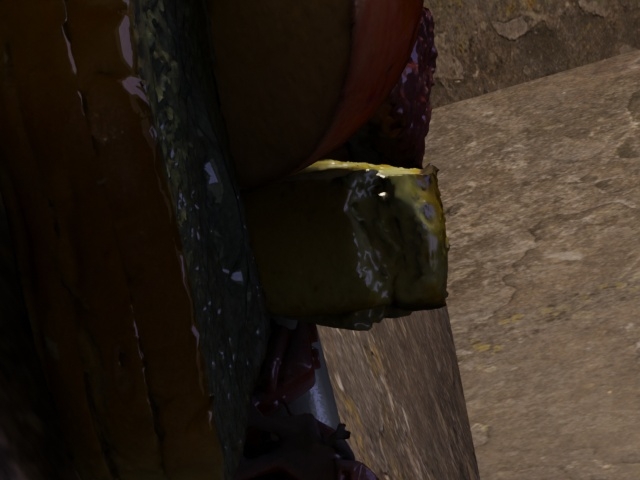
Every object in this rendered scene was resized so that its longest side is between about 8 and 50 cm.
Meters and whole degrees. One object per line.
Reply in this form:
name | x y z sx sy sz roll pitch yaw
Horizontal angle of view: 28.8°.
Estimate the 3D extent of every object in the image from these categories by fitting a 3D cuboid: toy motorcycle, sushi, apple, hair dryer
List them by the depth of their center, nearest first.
apple | -0.028 -0.198 0.838 0.163 0.251 0.293 -25 79 -38
toy motorcycle | -0.019 0.142 0.918 0.084 0.118 0.212 78 4 -50
sushi | -0.017 -0.161 1.093 0.270 0.236 0.171 58 43 -59
hair dryer | -0.012 0.138 1.120 0.236 0.073 0.131 58 18 -68

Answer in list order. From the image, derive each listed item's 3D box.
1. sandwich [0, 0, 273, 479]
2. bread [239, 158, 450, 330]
sandwich | -0.099 -0.031 0.686 0.271 0.099 0.301 -96 177 -72
bread | 0.000 0.000 0.927 0.257 0.186 0.124 -160 -111 -74
